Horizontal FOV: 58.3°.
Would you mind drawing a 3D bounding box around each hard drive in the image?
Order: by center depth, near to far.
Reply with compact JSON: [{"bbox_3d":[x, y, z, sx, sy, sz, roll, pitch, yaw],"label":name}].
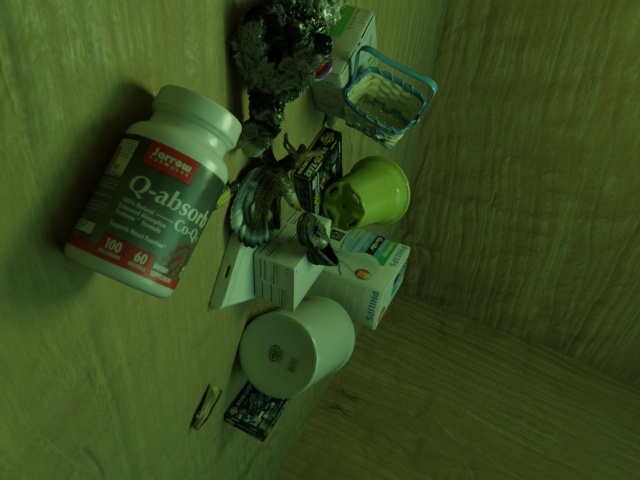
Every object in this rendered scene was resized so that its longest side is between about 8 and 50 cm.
[{"bbox_3d":[-0.216,0.081,1.832,0.353,0.047,0.233,-8,118,-71],"label":"hard drive"}]

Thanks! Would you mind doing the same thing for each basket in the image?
[{"bbox_3d":[0.203,-0.429,1.742,0.201,0.255,0.289,-53,170,-30],"label":"basket"}]

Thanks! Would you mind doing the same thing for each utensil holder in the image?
[{"bbox_3d":[-0.083,0.388,2.149,0.385,0.328,0.327,-4,114,-68],"label":"utensil holder"}]

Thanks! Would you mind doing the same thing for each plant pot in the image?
[{"bbox_3d":[0.148,-0.155,2.110,0.254,0.276,0.276,-26,136,-49],"label":"plant pot"}]

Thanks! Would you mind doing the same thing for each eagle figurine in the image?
[{"bbox_3d":[-0.136,-0.144,1.644,0.226,0.225,0.298,17,130,-36],"label":"eagle figurine"}]

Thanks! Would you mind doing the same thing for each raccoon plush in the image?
[{"bbox_3d":[-0.105,-0.464,1.436,0.446,0.216,0.299,-47,-165,40],"label":"raccoon plush"}]

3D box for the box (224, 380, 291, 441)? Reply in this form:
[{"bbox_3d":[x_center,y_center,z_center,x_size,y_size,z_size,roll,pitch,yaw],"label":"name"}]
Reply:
[{"bbox_3d":[-0.236,0.636,2.200,0.220,0.175,0.051,-52,159,-45],"label":"box"}]

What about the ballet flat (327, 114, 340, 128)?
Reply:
[{"bbox_3d":[0.053,-0.473,2.022,0.052,0.057,0.168,38,68,-43],"label":"ballet flat"}]

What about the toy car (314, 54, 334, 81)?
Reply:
[{"bbox_3d":[-0.031,-0.494,1.566,0.159,0.136,0.182,-69,163,0],"label":"toy car"}]

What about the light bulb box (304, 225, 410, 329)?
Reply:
[{"bbox_3d":[0.150,0.140,2.484,0.358,0.361,0.225,-50,155,-48],"label":"light bulb box"}]

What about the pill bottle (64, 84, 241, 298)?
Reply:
[{"bbox_3d":[-0.303,-0.092,1.083,0.362,0.210,0.210,-66,163,-10],"label":"pill bottle"}]

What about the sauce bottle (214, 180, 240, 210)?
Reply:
[{"bbox_3d":[-0.253,-0.119,1.493,0.128,0.042,0.042,-51,156,-51],"label":"sauce bottle"}]

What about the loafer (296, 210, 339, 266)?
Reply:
[{"bbox_3d":[0.000,0.000,1.702,0.096,0.084,0.267,-65,158,-21],"label":"loafer"}]

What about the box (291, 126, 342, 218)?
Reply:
[{"bbox_3d":[-0.005,-0.210,2.087,0.257,0.079,0.322,-57,159,-30],"label":"box"}]

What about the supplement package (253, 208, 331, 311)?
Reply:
[{"bbox_3d":[-0.088,0.059,1.870,0.262,0.145,0.204,-53,156,-42],"label":"supplement package"}]

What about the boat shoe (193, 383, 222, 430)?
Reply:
[{"bbox_3d":[-0.382,0.552,1.898,0.153,0.048,0.056,-61,175,-4],"label":"boat shoe"}]

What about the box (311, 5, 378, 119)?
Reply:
[{"bbox_3d":[0.079,-0.566,1.839,0.262,0.127,0.231,-63,162,-17],"label":"box"}]
